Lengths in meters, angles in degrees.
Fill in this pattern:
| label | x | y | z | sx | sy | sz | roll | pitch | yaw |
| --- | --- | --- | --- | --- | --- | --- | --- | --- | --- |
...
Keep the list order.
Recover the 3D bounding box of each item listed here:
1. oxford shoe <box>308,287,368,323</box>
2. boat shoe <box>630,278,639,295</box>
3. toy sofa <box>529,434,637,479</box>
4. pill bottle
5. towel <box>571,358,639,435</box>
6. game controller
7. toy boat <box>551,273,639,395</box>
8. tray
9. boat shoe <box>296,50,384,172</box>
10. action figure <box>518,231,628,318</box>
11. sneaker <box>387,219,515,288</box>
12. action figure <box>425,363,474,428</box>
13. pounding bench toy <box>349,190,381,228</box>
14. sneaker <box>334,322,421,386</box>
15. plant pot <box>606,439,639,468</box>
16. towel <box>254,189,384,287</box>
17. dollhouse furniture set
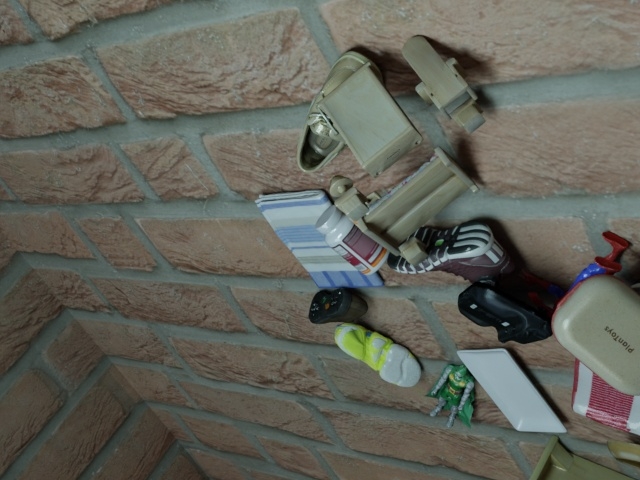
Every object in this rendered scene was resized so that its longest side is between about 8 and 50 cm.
| label | x | y | z | sx | sy | sz | roll | pitch | yaw |
| --- | --- | --- | --- | --- | --- | --- | --- | --- | --- |
| oxford shoe | 0.040 | 0.166 | 2.288 | 0.096 | 0.082 | 0.227 | 19 | 169 | -22 |
| boat shoe | 0.599 | 0.066 | 1.596 | 0.114 | 0.091 | 0.302 | 35 | 162 | -3 |
| toy sofa | 0.650 | 0.600 | 2.181 | 0.363 | 0.150 | 0.177 | 19 | 143 | 26 |
| pill bottle | 0.066 | -0.003 | 2.022 | 0.152 | 0.086 | 0.086 | 40 | 149 | -17 |
| towel | 0.618 | 0.297 | 1.773 | 0.329 | 0.037 | 0.237 | 19 | 143 | 26 |
| game controller | 0.348 | 0.139 | 1.862 | 0.166 | 0.067 | 0.319 | 37 | 173 | 6 |
| toy boat | 0.509 | 0.155 | 1.671 | 0.231 | 0.151 | 0.151 | 40 | 106 | 0 |
| tray | 0.428 | 0.326 | 2.160 | 0.145 | 0.030 | 0.270 | -10 | 125 | 51 |
| boat shoe | 0.027 | -0.224 | 1.777 | 0.109 | 0.098 | 0.302 | 36 | 148 | 2 |
| action figure | 0.437 | 0.077 | 1.773 | 0.139 | 0.091 | 0.280 | 25 | 146 | 8 |
| sneaker | 0.263 | 0.053 | 1.906 | 0.162 | 0.106 | 0.281 | 40 | 156 | -24 |
| action figure | 0.311 | 0.356 | 2.290 | 0.137 | 0.063 | 0.232 | 30 | 144 | 18 |
| pounding bench toy | 0.092 | -0.048 | 1.973 | 0.052 | 0.065 | 0.083 | 43 | 148 | -9 |
| sneaker | 0.133 | 0.261 | 2.339 | 0.240 | 0.091 | 0.126 | 36 | 180 | -17 |
| plant pot | 0.692 | 0.452 | 1.964 | 0.236 | 0.032 | 0.236 | 18 | 168 | 4 |
| towel | 0.000 | 0.000 | 2.159 | 0.209 | 0.034 | 0.285 | -3 | 132 | 44 |
| dollhouse furniture set | 0.169 | -0.156 | 1.726 | 0.355 | 0.303 | 0.173 | 35 | -160 | -54 |
